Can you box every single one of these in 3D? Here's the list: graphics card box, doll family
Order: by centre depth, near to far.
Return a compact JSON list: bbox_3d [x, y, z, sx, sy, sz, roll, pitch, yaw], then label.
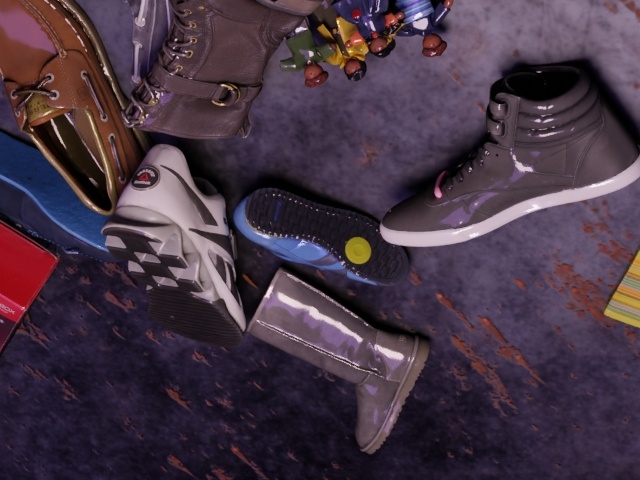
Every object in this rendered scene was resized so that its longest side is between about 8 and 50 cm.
[{"bbox_3d":[0.046,-0.218,1.656,0.193,0.076,0.111,-18,99,33],"label":"doll family"},{"bbox_3d":[-0.480,0.069,1.967,0.232,0.094,0.371,32,145,-8],"label":"graphics card box"}]

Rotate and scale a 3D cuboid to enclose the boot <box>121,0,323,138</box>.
[{"bbox_3d":[-0.136,-0.195,1.596,0.263,0.091,0.229,13,130,-34],"label":"boot"}]

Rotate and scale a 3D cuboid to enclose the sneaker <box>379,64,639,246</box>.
[{"bbox_3d":[0.179,-0.095,1.694,0.295,0.104,0.147,-18,116,21],"label":"sneaker"}]

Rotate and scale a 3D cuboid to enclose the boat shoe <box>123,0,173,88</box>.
[{"bbox_3d":[-0.165,-0.276,1.670,0.102,0.108,0.301,10,135,8],"label":"boat shoe"}]

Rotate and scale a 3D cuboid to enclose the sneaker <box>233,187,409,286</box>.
[{"bbox_3d":[0.000,0.000,1.849,0.209,0.069,0.082,21,162,-9],"label":"sneaker"}]

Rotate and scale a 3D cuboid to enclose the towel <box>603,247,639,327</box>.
[{"bbox_3d":[0.401,0.010,1.751,0.102,0.021,0.237,20,128,-4],"label":"towel"}]

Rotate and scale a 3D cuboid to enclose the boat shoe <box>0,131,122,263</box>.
[{"bbox_3d":[-0.327,-0.049,1.899,0.258,0.109,0.089,35,137,12],"label":"boat shoe"}]

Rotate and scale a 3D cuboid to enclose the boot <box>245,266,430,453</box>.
[{"bbox_3d":[0.007,0.146,1.937,0.208,0.076,0.190,20,115,-6],"label":"boot"}]

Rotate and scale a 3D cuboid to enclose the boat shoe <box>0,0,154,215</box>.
[{"bbox_3d":[-0.288,-0.166,1.781,0.110,0.104,0.307,-23,115,30],"label":"boat shoe"}]

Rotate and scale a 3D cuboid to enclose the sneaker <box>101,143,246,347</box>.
[{"bbox_3d":[-0.144,0.011,1.866,0.122,0.146,0.330,10,152,16],"label":"sneaker"}]
